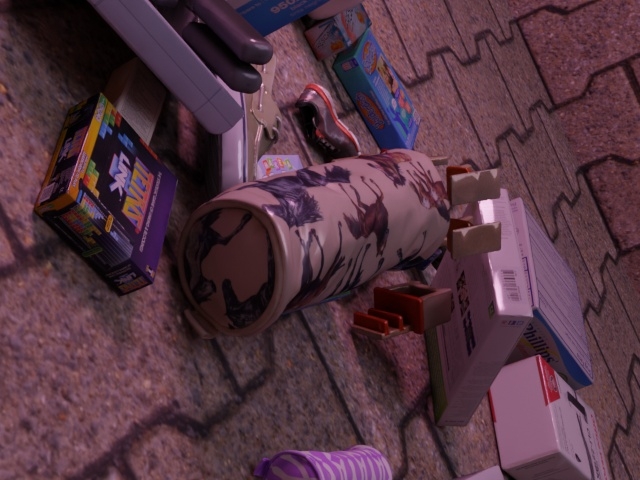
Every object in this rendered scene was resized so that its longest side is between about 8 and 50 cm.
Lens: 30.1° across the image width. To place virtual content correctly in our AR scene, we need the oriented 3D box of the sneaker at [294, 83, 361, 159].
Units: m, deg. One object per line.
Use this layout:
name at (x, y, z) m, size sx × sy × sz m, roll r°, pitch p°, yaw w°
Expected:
sneaker at (0.004, -0.163, 1.844) m, size 0.065 × 0.061 × 0.158 m, roll -46°, pitch 113°, yaw -36°

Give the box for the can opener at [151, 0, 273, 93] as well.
can opener at (-0.150, -0.262, 1.433) m, size 0.093 × 0.074 × 0.280 m, roll 3°, pitch 30°, yaw -38°

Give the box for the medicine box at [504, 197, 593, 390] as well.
medicine box at (0.388, 0.117, 2.274) m, size 0.263 × 0.149 × 0.289 m, roll 48°, pitch 30°, yaw -37°

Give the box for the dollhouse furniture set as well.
dollhouse furniture set at (0.115, 0.000, 1.696) m, size 0.135 × 0.262 × 0.259 m, roll -11°, pitch 105°, yaw -37°

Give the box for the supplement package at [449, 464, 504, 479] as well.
supplement package at (0.159, 0.418, 1.512) m, size 0.262 × 0.145 × 0.204 m, roll 4°, pitch 66°, yaw -65°

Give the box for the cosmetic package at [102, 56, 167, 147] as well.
cosmetic package at (-0.216, -0.150, 1.349) m, size 0.060 × 0.041 × 0.115 m, roll 52°, pitch 27°, yaw -28°

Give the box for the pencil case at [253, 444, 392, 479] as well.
pencil case at (0.010, 0.280, 1.397) m, size 0.088 × 0.086 × 0.206 m, roll 39°, pitch 9°, yaw 25°

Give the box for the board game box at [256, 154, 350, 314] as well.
board game box at (-0.041, -0.013, 1.606) m, size 0.160 × 0.039 × 0.211 m, roll -9°, pitch 77°, yaw -65°

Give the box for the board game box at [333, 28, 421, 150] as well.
board game box at (0.105, -0.264, 2.139) m, size 0.210 × 0.047 × 0.160 m, roll 59°, pitch 25°, yaw -20°

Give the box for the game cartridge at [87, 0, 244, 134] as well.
game cartridge at (-0.206, -0.247, 1.340) m, size 0.294 × 0.060 × 0.196 m, roll 48°, pitch -3°, yaw -38°

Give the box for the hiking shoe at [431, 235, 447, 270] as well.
hiking shoe at (0.187, 0.007, 1.994) m, size 0.114 × 0.086 × 0.227 m, roll 11°, pitch 30°, yaw -46°

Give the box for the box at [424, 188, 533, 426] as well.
box at (0.229, 0.107, 1.807) m, size 0.322 × 0.059 × 0.232 m, roll 110°, pitch -19°, yaw -51°

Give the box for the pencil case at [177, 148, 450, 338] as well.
pencil case at (0.000, 0.000, 1.443) m, size 0.160 × 0.183 × 0.410 m, roll 30°, pitch 26°, yaw 26°

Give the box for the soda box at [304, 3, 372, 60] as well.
soda box at (0.033, -0.367, 2.057) m, size 0.058 × 0.063 × 0.183 m, roll 62°, pitch 24°, yaw -14°

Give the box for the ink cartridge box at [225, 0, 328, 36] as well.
ink cartridge box at (-0.167, -0.488, 1.604) m, size 0.395 × 0.166 × 0.285 m, roll 28°, pitch 44°, yaw -55°

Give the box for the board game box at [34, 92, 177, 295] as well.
board game box at (-0.219, -0.050, 1.245) m, size 0.141 × 0.048 × 0.170 m, roll 49°, pitch 29°, yaw -33°

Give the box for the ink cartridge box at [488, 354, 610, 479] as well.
ink cartridge box at (0.419, 0.361, 2.163) m, size 0.273 × 0.114 × 0.197 m, roll 43°, pitch 32°, yaw -45°

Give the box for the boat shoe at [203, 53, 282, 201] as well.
boat shoe at (-0.094, -0.157, 1.503) m, size 0.094 × 0.109 × 0.302 m, roll 7°, pitch 48°, yaw -13°

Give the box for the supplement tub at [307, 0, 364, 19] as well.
supplement tub at (0.009, -0.552, 1.964) m, size 0.316 × 0.228 × 0.228 m, roll 60°, pitch 24°, yaw -15°
